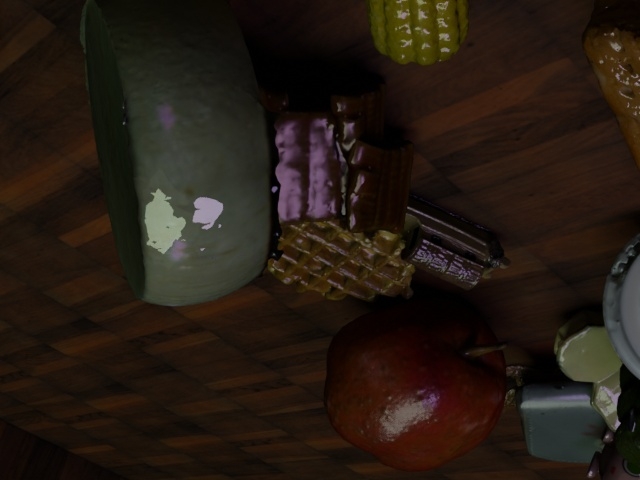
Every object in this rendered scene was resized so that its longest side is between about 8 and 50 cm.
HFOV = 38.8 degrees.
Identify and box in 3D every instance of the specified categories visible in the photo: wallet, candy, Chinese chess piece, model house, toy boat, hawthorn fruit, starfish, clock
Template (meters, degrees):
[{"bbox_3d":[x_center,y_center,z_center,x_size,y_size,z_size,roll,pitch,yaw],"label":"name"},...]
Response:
[{"bbox_3d":[0.513,0.302,1.509,0.360,0.083,0.252,-5,139,14],"label":"wallet"},{"bbox_3d":[0.085,-0.265,0.837,0.106,0.094,0.199,41,156,35],"label":"candy"},{"bbox_3d":[-0.157,-0.104,0.981,0.146,0.349,0.349,-11,155,-19],"label":"Chinese chess piece"},{"bbox_3d":[0.004,-0.098,1.098,0.229,0.200,0.219,-3,-165,-18],"label":"model house"},{"bbox_3d":[0.153,0.001,1.244,0.225,0.088,0.068,24,149,-15],"label":"toy boat"},{"bbox_3d":[0.170,0.209,1.408,0.287,0.287,0.330,29,141,-21],"label":"hawthorn fruit"},{"bbox_3d":[0.393,0.262,1.563,0.277,0.062,0.236,12,143,-21],"label":"starfish"},{"bbox_3d":[0.463,0.079,1.091,0.236,0.237,0.053,11,180,10],"label":"clock"}]

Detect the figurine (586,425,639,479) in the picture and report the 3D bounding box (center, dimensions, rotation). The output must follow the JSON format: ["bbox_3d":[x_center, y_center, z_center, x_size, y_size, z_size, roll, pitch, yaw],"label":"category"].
[{"bbox_3d":[0.496,0.356,1.422,0.138,0.125,0.125,27,154,21],"label":"figurine"}]

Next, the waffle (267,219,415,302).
[{"bbox_3d":[0.006,0.005,1.352,0.281,0.058,0.301,-12,139,38],"label":"waffle"}]

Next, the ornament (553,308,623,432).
[{"bbox_3d":[0.467,0.182,1.370,0.180,0.059,0.201,-37,101,16],"label":"ornament"}]

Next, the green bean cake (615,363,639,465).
[{"bbox_3d":[0.525,0.186,1.193,0.246,0.250,0.156,10,161,8],"label":"green bean cake"}]

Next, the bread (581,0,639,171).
[{"bbox_3d":[0.400,-0.114,0.902,0.185,0.109,0.380,8,152,40],"label":"bread"}]
